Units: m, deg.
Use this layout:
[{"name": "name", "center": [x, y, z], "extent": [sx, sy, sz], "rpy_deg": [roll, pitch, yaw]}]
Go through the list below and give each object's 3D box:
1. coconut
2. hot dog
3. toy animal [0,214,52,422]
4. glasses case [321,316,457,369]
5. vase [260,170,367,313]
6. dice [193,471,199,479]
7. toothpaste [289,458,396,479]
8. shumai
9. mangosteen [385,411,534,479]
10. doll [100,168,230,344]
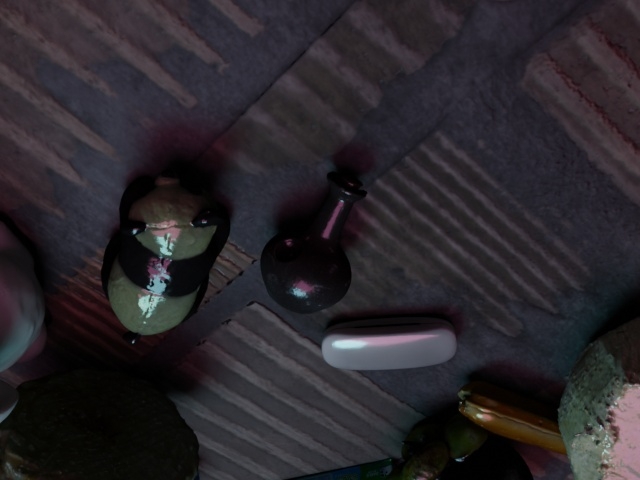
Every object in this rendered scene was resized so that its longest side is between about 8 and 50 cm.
[{"name": "coconut", "center": [0.468, 0.247, 1.057], "extent": [0.297, 0.254, 0.297], "rpy_deg": [5, 110, 13]}, {"name": "hot dog", "center": [0.314, 0.277, 1.192], "extent": [0.236, 0.092, 0.062], "rpy_deg": [23, 105, -13]}, {"name": "toy animal", "center": [-0.456, 0.143, 0.950], "extent": [0.194, 0.357, 0.258], "rpy_deg": [-35, 121, 23]}, {"name": "glasses case", "center": [0.098, 0.149, 1.126], "extent": [0.194, 0.049, 0.074], "rpy_deg": [-5, 128, 5]}, {"name": "vase", "center": [0.000, 0.000, 0.984], "extent": [0.120, 0.120, 0.182], "rpy_deg": [22, 110, -14]}, {"name": "dice", "center": [-0.294, 0.421, 1.295], "extent": [0.146, 0.146, 0.143], "rpy_deg": [35, 119, -28]}, {"name": "toothpaste", "center": [0.007, 0.438, 1.355], "extent": [0.267, 0.050, 0.065], "rpy_deg": [-15, 123, 13]}, {"name": "shumai", "center": [-0.341, 0.357, 1.101], "extent": [0.309, 0.304, 0.263], "rpy_deg": [10, 115, -39]}, {"name": "mangosteen", "center": [0.218, 0.391, 1.223], "extent": [0.243, 0.243, 0.242], "rpy_deg": [1, 128, 1]}, {"name": "doll", "center": [-0.194, 0.016, 0.984], "extent": [0.144, 0.135, 0.234], "rpy_deg": [18, 122, -14]}]
